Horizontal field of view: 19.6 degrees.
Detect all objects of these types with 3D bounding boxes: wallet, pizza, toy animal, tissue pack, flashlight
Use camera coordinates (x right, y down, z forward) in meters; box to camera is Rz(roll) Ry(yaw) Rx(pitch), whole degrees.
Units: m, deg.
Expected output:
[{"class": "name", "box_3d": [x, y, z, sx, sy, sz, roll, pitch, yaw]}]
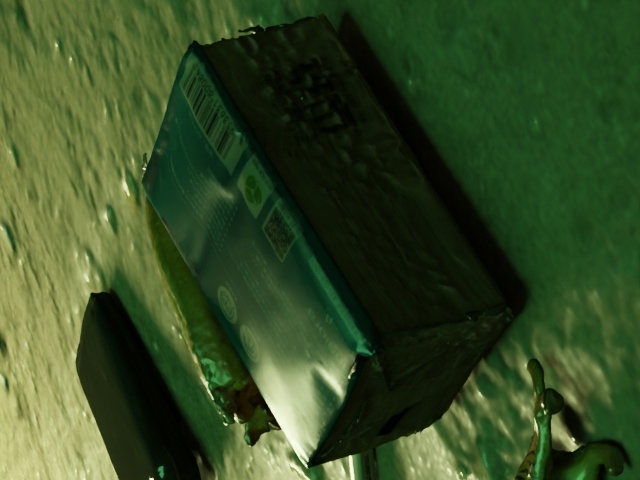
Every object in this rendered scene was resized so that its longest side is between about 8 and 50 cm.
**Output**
[{"class": "wallet", "box_3d": [-0.192, 0.186, 1.891, 0.245, 0.052, 0.168, 63, 153, 26]}, {"class": "pizza", "box_3d": [-0.061, 0.062, 1.495, 0.289, 0.081, 0.228, -111, -4, -55]}, {"class": "toy animal", "box_3d": [0.164, 0.195, 1.198, 0.099, 0.057, 0.241, 126, 132, -58]}, {"class": "tissue pack", "box_3d": [0.000, 0.000, 1.311, 0.271, 0.134, 0.192, 60, 152, 21]}, {"class": "flashlight", "box_3d": [0.034, 0.192, 1.498, 0.018, 0.018, 0.083, 29, 131, 52]}]
